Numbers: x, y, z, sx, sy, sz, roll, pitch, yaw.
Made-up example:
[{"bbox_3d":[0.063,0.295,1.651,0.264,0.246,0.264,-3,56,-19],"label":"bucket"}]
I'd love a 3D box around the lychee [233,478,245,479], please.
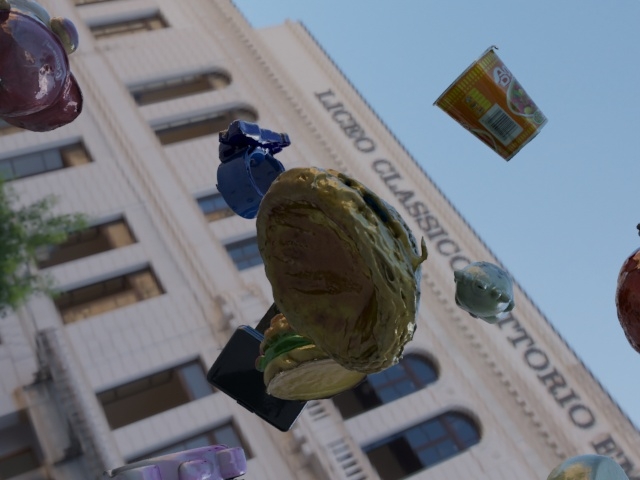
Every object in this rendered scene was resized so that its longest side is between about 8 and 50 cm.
[{"bbox_3d":[-0.163,0.635,1.988,0.260,0.260,0.261,41,-40,48],"label":"lychee"}]

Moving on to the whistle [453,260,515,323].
[{"bbox_3d":[0.273,0.086,1.562,0.110,0.092,0.244,26,-4,17],"label":"whistle"}]

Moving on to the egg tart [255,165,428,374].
[{"bbox_3d":[0.048,0.042,1.639,0.387,0.169,0.388,26,-51,37],"label":"egg tart"}]

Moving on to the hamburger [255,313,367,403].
[{"bbox_3d":[-0.022,0.219,1.888,0.237,0.237,0.149,116,-34,-55],"label":"hamburger"}]

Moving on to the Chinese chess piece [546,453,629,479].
[{"bbox_3d":[0.495,0.511,1.688,0.101,0.250,0.250,-22,-95,32],"label":"Chinese chess piece"}]

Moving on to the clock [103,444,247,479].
[{"bbox_3d":[-0.275,0.444,1.752,0.227,0.247,0.090,-38,-117,59],"label":"clock"}]

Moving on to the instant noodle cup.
[{"bbox_3d":[0.341,-0.258,1.834,0.185,0.168,0.168,45,-29,1],"label":"instant noodle cup"}]

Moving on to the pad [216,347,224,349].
[{"bbox_3d":[-0.169,0.263,2.352,0.157,0.112,0.003,-14,-105,38],"label":"pad"}]

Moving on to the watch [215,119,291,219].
[{"bbox_3d":[-0.165,-0.162,2.266,0.171,0.196,0.200,-26,-111,40],"label":"watch"}]

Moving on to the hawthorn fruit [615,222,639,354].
[{"bbox_3d":[0.536,0.071,1.387,0.271,0.242,0.242,44,-13,-28],"label":"hawthorn fruit"}]

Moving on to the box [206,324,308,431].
[{"bbox_3d":[-0.127,0.312,2.137,0.230,0.160,0.050,34,3,2],"label":"box"}]

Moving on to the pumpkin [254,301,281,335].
[{"bbox_3d":[-0.062,0.260,2.617,0.225,0.303,0.256,37,-51,-3],"label":"pumpkin"}]

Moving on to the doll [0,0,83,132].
[{"bbox_3d":[-0.387,-0.242,1.191,0.196,0.152,0.256,43,3,-37],"label":"doll"}]
